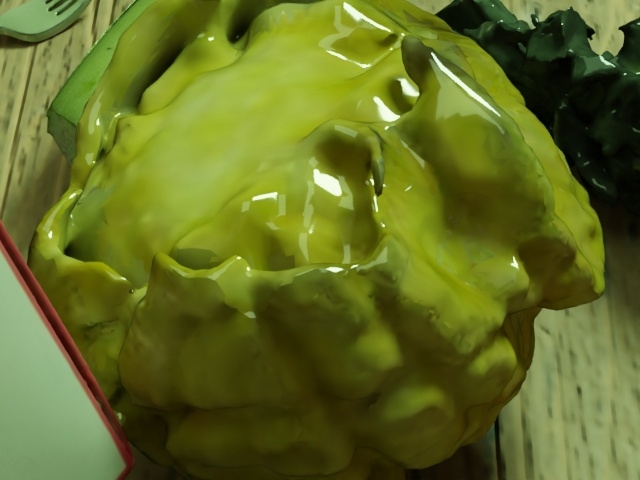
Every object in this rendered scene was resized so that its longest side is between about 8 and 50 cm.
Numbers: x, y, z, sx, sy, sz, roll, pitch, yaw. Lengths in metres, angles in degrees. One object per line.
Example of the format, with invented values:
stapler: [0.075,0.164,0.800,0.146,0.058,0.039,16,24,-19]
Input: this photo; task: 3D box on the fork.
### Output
fork: [-0.215,-0.101,1.067,0.219,0.028,0.034,-30,53,-17]

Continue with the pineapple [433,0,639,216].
pineapple: [0.160,-0.062,0.899,0.248,0.128,0.128,12,45,29]

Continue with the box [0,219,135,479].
box: [-0.303,0.057,0.641,0.312,0.300,0.314,1,39,38]

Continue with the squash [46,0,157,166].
squash: [-0.056,-0.112,1.009,0.083,0.083,0.250,22,51,29]

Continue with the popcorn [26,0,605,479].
popcorn: [0.000,0.000,0.796,0.250,0.190,0.250,-2,48,2]
